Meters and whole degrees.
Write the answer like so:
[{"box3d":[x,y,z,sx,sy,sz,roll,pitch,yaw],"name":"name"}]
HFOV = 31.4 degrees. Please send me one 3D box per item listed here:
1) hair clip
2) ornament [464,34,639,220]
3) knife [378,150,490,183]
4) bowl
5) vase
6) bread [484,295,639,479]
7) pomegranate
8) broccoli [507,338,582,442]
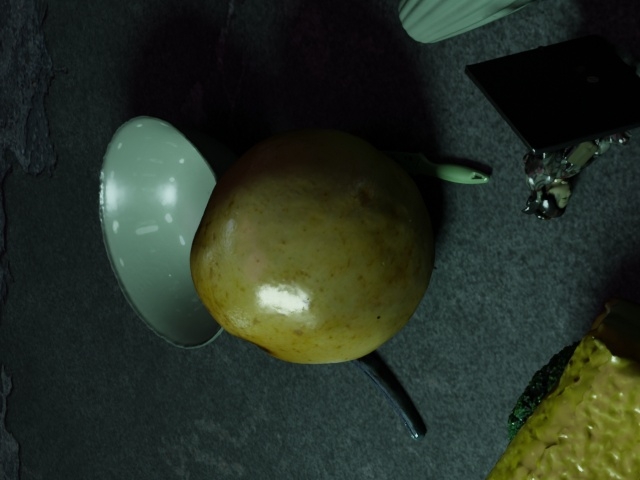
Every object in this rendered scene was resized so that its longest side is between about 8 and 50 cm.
[{"box3d":[0.063,0.180,1.542,0.229,0.039,0.070,45,131,27],"name":"hair clip"},{"box3d":[0.252,-0.083,1.176,0.196,0.166,0.153,86,164,-44],"name":"ornament"},{"box3d":[0.127,-0.092,1.393,0.207,0.014,0.030,13,116,46],"name":"knife"},{"box3d":[-0.167,-0.026,1.637,0.337,0.157,0.337,19,117,44],"name":"bowl"},{"box3d":[0.168,-0.288,1.204,0.248,0.128,0.128,-31,79,58],"name":"vase"},{"box3d":[0.291,0.261,0.948,0.323,0.143,0.333,36,108,13],"name":"bread"},{"box3d":[-0.013,0.011,1.374,0.307,0.307,0.307,19,117,43],"name":"pomegranate"},{"box3d":[0.309,0.219,1.161,0.241,0.261,0.269,16,75,20],"name":"broccoli"}]
